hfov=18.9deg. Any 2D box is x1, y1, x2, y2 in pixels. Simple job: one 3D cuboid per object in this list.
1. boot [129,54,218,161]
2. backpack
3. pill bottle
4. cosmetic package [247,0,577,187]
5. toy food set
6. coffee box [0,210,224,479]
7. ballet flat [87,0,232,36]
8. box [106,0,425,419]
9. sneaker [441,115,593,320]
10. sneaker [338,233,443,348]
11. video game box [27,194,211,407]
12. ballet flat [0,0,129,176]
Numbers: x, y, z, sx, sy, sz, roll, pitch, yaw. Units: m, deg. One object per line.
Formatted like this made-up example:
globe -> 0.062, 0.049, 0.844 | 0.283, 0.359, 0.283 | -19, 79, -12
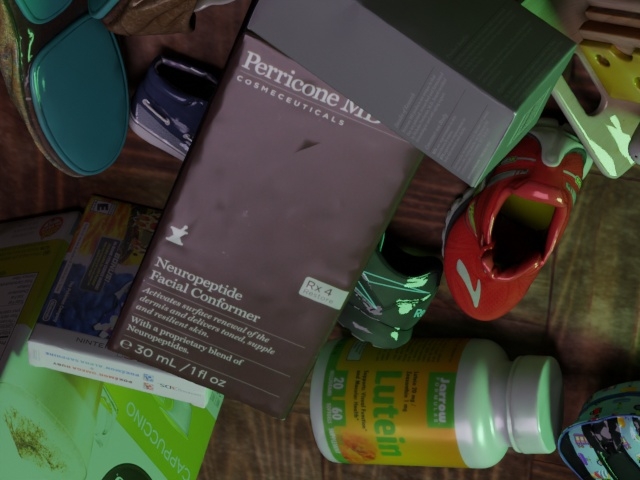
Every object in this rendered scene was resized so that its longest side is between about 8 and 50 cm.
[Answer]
boot -> -0.091, -0.103, 1.828 | 0.190, 0.069, 0.086 | 26, 145, -7
backpack -> 0.337, 0.209, 2.003 | 0.158, 0.117, 0.173 | -19, 130, 38
pill bottle -> 0.125, 0.170, 2.025 | 0.246, 0.136, 0.136 | -1, 139, 22
cosmetic package -> 0.074, -0.169, 1.578 | 0.238, 0.127, 0.107 | 35, 137, 11
toy food set -> 0.307, -0.101, 1.576 | 0.306, 0.092, 0.219 | 18, 153, 49
coffee box -> -0.362, 0.217, 2.115 | 0.338, 0.334, 0.337 | -9, 135, 30
ballet flat -> -0.078, -0.268, 1.603 | 0.124, 0.116, 0.342 | 11, 147, -26
box -> -0.038, -0.034, 1.753 | 0.191, 0.143, 0.381 | 22, 123, -5
sneaker -> 0.171, 0.000, 1.811 | 0.107, 0.118, 0.279 | 18, 142, 1
sneaker -> 0.000, 0.000, 1.923 | 0.267, 0.101, 0.106 | 31, 119, -15
video game box -> -0.176, 0.059, 1.952 | 0.187, 0.205, 0.048 | 14, 141, 4
ballet flat -> -0.262, -0.209, 1.744 | 0.123, 0.123, 0.348 | 4, 139, 18
